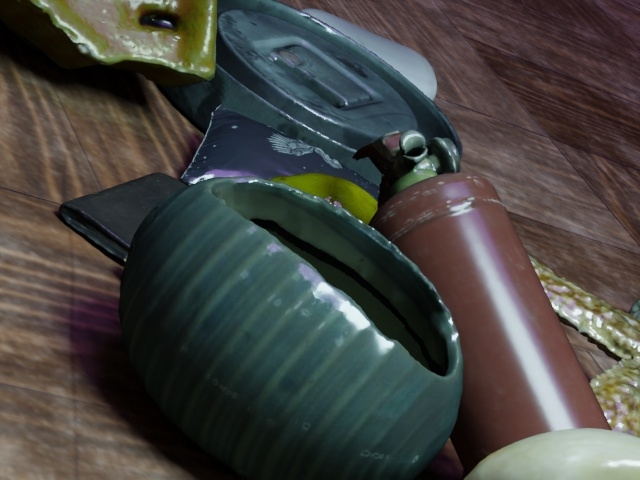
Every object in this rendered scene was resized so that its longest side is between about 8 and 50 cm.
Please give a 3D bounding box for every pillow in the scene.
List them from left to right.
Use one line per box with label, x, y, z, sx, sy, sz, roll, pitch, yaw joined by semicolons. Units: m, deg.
pillow;-0.011;-0.034;1.559;0.208;0.055;0.141;28;28;-7

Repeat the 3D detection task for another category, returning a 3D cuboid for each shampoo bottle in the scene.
shampoo bottle;0.019;-0.204;1.965;0.221;0.051;0.108;20;26;-27

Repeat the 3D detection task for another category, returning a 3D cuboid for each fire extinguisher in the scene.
fire extinguisher;0.101;0.053;1.308;0.107;0.147;0.337;-15;66;-18

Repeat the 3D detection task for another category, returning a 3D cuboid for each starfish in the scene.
starfish;0.245;0.128;1.479;0.398;0.132;0.384;8;27;-51

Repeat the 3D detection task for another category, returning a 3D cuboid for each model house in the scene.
model house;-0.216;-0.250;1.589;0.239;0.173;0.268;7;28;-25

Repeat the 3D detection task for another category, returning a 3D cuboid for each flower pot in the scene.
flower pot;-0.021;0.065;1.199;0.243;0.157;0.189;37;21;17

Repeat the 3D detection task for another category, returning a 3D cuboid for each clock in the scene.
clock;-0.015;-0.137;1.760;0.319;0.066;0.319;26;23;-12

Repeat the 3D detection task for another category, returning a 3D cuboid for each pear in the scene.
pear;0.000;0.000;1.444;0.131;0.107;0.107;26;21;-36

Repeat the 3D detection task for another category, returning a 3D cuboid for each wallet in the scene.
wallet;-0.132;-0.018;1.415;0.082;0.018;0.157;35;22;11

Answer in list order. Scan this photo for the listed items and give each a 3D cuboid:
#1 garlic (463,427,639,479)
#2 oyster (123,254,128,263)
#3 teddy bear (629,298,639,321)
garlic;0.131;0.221;1.065;0.203;0.184;0.281;12;36;22
oyster;-0.106;0.040;1.311;0.093;0.034;0.051;36;3;42
teddy bear;0.403;0.107;1.672;0.236;0.151;0.267;13;27;-34
